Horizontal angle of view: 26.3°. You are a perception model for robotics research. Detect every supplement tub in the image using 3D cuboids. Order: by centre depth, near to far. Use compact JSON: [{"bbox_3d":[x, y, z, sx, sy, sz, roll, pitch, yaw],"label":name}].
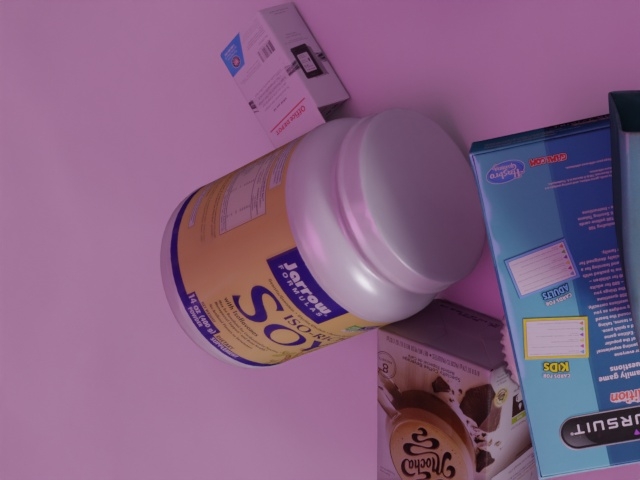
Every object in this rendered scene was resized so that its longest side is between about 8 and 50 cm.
[{"bbox_3d":[0.000,0.000,1.582,0.331,0.241,0.241,-24,89,42],"label":"supplement tub"}]

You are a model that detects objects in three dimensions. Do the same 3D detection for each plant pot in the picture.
[{"bbox_3d":[0.339,-0.002,1.194,0.166,0.165,0.234,-1,108,9],"label":"plant pot"}]

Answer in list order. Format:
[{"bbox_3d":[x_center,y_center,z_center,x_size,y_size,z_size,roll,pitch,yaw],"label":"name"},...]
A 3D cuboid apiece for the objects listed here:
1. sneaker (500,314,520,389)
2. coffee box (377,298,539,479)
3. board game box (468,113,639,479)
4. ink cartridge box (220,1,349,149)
[{"bbox_3d":[0.280,0.055,1.437,0.146,0.102,0.293,16,120,35],"label":"sneaker"},{"bbox_3d":[0.164,0.242,1.622,0.168,0.119,0.297,18,119,39],"label":"coffee box"},{"bbox_3d":[0.303,0.045,1.329,0.254,0.079,0.336,-11,101,11],"label":"board game box"},{"bbox_3d":[-0.036,-0.188,1.686,0.104,0.060,0.180,-40,78,47],"label":"ink cartridge box"}]
